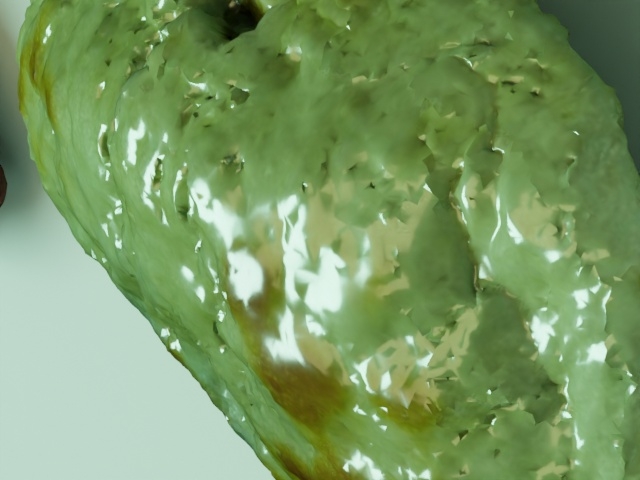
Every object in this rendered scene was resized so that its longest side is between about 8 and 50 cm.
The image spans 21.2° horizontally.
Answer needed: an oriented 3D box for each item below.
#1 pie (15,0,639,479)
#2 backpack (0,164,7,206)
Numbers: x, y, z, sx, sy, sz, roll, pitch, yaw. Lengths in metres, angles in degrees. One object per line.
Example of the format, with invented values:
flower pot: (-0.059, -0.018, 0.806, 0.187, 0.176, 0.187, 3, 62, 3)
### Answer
pie: (0.000, 0.000, 0.440, 0.248, 0.090, 0.201, 41, 149, 37)
backpack: (-0.235, -0.066, 0.705, 0.229, 0.139, 0.229, 56, 169, 17)
